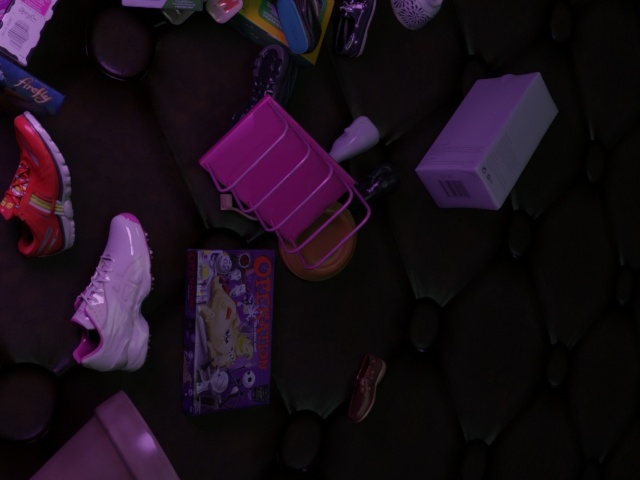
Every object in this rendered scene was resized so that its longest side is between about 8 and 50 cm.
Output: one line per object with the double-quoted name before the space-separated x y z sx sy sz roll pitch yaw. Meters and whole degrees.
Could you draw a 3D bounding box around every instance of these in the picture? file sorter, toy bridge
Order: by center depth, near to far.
"file sorter" -0.064 -0.108 1.668 0.202 0.182 0.290 -43 123 8
"toy bridge" -0.142 -0.076 1.795 0.188 0.026 0.063 -8 99 -41

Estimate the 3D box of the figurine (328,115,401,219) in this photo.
"figurine" 0.071 -0.158 1.949 0.209 0.092 0.215 -42 118 -28

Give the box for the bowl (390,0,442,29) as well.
"bowl" 0.264 -0.634 2.090 0.170 0.080 0.170 -3 95 -41

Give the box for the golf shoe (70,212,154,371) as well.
"golf shoe" -0.393 0.100 1.526 0.140 0.115 0.306 0 92 -39

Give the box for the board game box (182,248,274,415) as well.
"board game box" -0.196 0.191 1.754 0.208 0.056 0.347 -1 93 -46

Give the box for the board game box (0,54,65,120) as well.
"board game box" -0.558 -0.275 1.312 0.243 0.165 0.042 33 71 -39

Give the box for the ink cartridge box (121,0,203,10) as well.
"ink cartridge box" -0.288 -0.540 1.494 0.153 0.087 0.208 3 125 -8

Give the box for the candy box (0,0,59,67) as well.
"candy box" -0.502 -0.399 1.358 0.071 0.159 0.233 32 72 -40

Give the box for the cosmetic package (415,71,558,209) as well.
"cosmetic package" 0.454 -0.271 2.199 0.385 0.217 0.156 -52 124 -24

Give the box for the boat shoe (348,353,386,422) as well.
"boat shoe" 0.105 0.366 2.031 0.060 0.064 0.178 41 60 -31

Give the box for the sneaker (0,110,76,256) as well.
"sneaker" -0.491 -0.081 1.384 0.118 0.107 0.279 -22 132 -30

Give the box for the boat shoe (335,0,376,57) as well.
"boat shoe" 0.078 -0.532 1.907 0.065 0.075 0.206 -12 122 -40

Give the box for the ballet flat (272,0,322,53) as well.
"ballet flat" -0.064 -0.528 1.690 0.096 0.095 0.280 -49 133 -40

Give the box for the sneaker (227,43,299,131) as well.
"sneaker" -0.113 -0.284 1.760 0.106 0.101 0.267 26 86 -60

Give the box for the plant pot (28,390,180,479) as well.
"plant pot" -0.393 0.480 1.451 0.280 0.323 0.323 -31 114 -19

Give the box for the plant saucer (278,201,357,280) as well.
"plant saucer" 0.000 0.000 1.884 0.200 0.037 0.200 -6 103 -25

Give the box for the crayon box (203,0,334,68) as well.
"crayon box" -0.107 -0.511 1.760 0.278 0.081 0.165 26 76 -40

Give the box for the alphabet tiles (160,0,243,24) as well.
"alphabet tiles" -0.236 -0.561 1.559 0.278 0.021 0.284 -38 120 12
